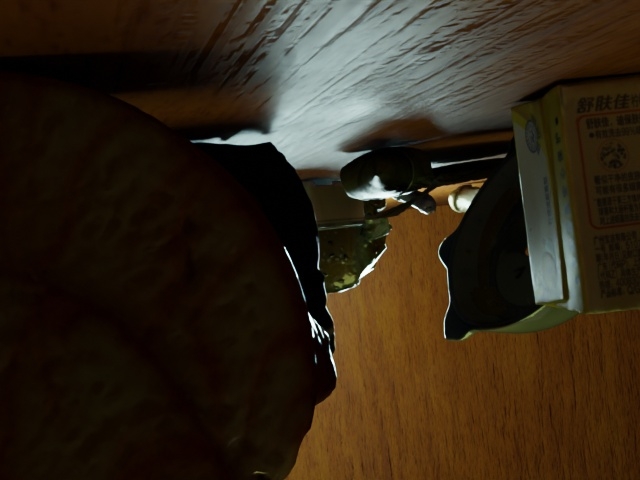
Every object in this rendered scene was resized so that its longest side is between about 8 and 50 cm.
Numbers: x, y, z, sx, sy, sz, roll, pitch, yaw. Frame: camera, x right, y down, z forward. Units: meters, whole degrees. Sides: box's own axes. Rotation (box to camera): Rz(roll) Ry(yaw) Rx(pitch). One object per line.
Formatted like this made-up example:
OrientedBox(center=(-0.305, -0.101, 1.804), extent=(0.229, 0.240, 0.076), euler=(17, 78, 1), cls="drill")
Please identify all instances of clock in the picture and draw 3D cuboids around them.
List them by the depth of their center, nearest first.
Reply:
OrientedBox(center=(-0.048, -0.045, 1.203), extent=(0.192, 0.071, 0.147), euler=(-6, 180, 33), cls="clock")

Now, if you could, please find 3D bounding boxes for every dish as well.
OrientedBox(center=(0.217, -0.003, 0.762), extent=(0.086, 0.228, 0.236), euler=(28, 126, -22), cls="dish")

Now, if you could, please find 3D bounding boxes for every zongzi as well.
OrientedBox(center=(0.045, -0.063, 0.816), extent=(0.104, 0.052, 0.113), euler=(-12, -176, 37), cls="zongzi")

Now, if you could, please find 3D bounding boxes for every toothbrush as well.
OrientedBox(center=(0.111, -0.065, 1.067), extent=(0.029, 0.024, 0.354), euler=(-17, -171, -2), cls="toothbrush")

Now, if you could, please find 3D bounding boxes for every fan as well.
OrientedBox(center=(0.138, -0.070, 0.931), extent=(0.233, 0.012, 0.415), euler=(-8, -171, 22), cls="fan")

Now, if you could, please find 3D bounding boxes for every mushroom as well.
OrientedBox(center=(0.361, -0.084, 1.659), extent=(0.097, 0.088, 0.212), euler=(-42, -157, -25), cls="mushroom")

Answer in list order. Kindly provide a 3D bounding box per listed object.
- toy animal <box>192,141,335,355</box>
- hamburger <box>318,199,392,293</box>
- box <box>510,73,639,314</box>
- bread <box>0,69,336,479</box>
OrientedBox(center=(-0.142, 0.021, 0.623), extent=(0.267, 0.212, 0.212), euler=(-3, 178, -19), cls="toy animal")
OrientedBox(center=(0.000, 0.000, 1.393), extent=(0.288, 0.192, 0.168), euler=(-7, 170, 36), cls="hamburger")
OrientedBox(center=(0.291, -0.042, 0.602), extent=(0.265, 0.168, 0.097), euler=(-8, 178, -7), cls="box")
OrientedBox(center=(-0.166, 0.083, 0.362), extent=(0.295, 0.327, 0.114), euler=(35, 168, -11), cls="bread")
